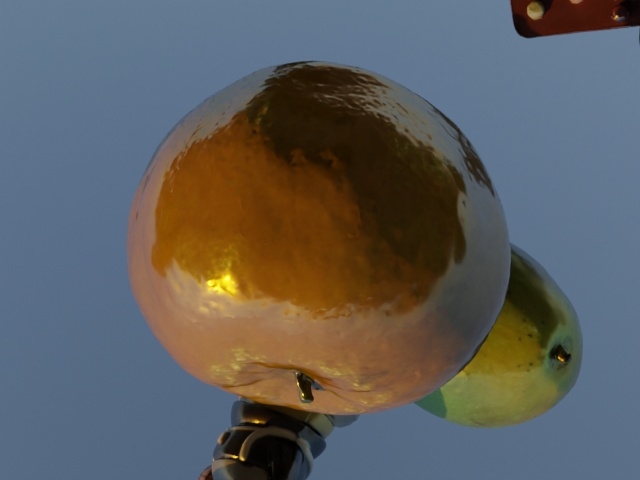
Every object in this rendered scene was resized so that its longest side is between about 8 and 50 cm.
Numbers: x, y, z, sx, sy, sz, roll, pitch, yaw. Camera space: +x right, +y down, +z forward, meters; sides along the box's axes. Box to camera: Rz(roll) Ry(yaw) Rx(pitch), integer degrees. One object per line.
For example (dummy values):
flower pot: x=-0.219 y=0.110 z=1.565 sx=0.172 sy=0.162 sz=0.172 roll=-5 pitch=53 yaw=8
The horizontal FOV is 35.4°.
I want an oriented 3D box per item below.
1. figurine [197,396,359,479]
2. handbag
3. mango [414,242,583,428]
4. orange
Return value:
figurine: x=-0.055 y=0.212 z=1.071 sx=0.133 sy=0.176 sz=0.236 roll=37 pitch=-116 yaw=-20
handbag: x=0.372 y=-0.397 z=1.437 sx=0.216 sy=0.203 sz=0.074 roll=-2 pitch=-160 yaw=26
mango: x=0.122 y=0.075 z=1.140 sx=0.382 sy=0.225 sz=0.201 roll=25 pitch=-113 yaw=36
orange: x=0.000 y=0.000 z=0.731 sx=0.279 sy=0.279 sz=0.235 roll=4 pitch=-114 yaw=7
